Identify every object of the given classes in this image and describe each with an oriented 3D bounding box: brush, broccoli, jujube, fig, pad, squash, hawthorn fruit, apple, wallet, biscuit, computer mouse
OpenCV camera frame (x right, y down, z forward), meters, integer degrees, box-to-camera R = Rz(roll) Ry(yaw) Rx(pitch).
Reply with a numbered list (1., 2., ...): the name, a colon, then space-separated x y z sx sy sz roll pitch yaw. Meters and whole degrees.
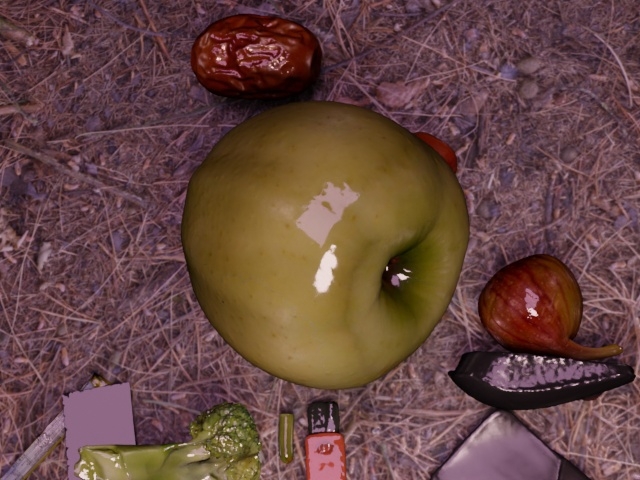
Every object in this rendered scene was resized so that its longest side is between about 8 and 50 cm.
1. brush: 0.010 0.429 1.448 0.070 0.051 0.324 -2 67 3
2. broccoli: -0.194 0.377 1.370 0.254 0.302 0.186 -34 63 -5
3. jujube: -0.126 -0.356 1.691 0.250 0.174 0.174 3 71 13
4. fig: 0.364 0.130 1.422 0.175 0.175 0.207 -28 61 -1
5. pad: -0.394 0.358 1.555 0.127 0.004 0.190 -10 74 1
6. squash: -0.059 0.343 1.501 0.027 0.027 0.083 -2 70 10
7. hawthorn fruit: 0.188 -0.135 1.582 0.128 0.128 0.128 -3 70 9
8. apple: 0.000 0.000 1.403 0.473 0.474 0.474 -3 70 9
9. wallet: 0.365 0.452 1.371 0.197 0.051 0.377 -45 70 -5
10. biscuit: -0.493 0.360 1.576 0.048 0.026 0.292 40 82 17
11. computer mouse: 0.352 0.231 1.393 0.295 0.168 0.087 2 77 10
